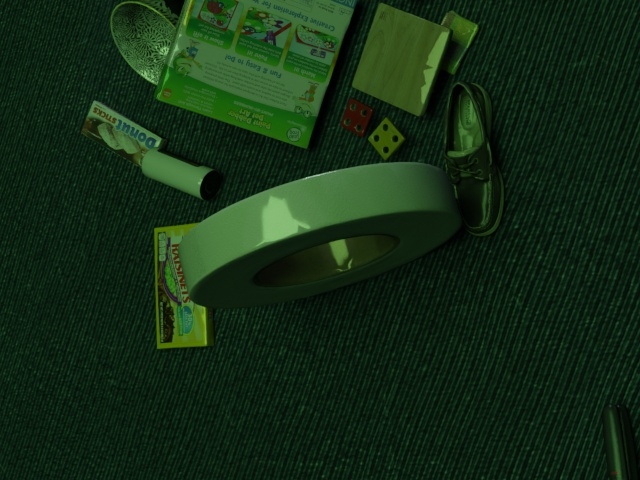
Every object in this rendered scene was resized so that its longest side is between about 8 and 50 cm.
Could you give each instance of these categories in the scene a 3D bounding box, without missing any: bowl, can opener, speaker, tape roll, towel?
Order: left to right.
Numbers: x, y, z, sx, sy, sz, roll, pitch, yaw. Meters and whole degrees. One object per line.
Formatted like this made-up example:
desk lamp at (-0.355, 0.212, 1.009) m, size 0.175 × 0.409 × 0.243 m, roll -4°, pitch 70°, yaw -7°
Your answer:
bowl at (-0.260, -0.345, 1.900) m, size 0.170 × 0.170 × 0.080 m, roll 14°, pitch 49°, yaw 32°
speaker at (-0.231, -0.111, 1.892) m, size 0.136 × 0.055 × 0.055 m, roll 22°, pitch 97°, yaw 31°
tape roll at (0.000, 0.000, 1.550) m, size 0.392 × 0.392 × 0.072 m, roll -23°, pitch 75°, yaw 28°
towel at (0.194, -0.292, 1.676) m, size 0.060 × 0.009 × 0.083 m, roll 33°, pitch 103°, yaw 29°
can opener at (0.390, 0.304, 1.473) m, size 0.073 × 0.059 × 0.186 m, roll -10°, pitch 81°, yaw 31°

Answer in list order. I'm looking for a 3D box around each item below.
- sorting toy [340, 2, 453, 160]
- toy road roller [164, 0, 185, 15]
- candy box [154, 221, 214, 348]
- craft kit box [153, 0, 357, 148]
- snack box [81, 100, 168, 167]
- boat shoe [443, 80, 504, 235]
sorting toy at (0.125, -0.258, 1.685) m, size 0.132 × 0.046 × 0.274 m, roll 29°, pitch 108°, yaw 33°
toy road roller at (-0.178, -0.540, 1.785) m, size 0.330 × 0.202 × 0.240 m, roll -27°, pitch 53°, yaw 6°
candy box at (-0.227, 0.076, 1.890) m, size 0.105 × 0.027 × 0.205 m, roll -6°, pitch 83°, yaw 28°
craft kit box at (-0.098, -0.293, 1.732) m, size 0.061 × 0.250 × 0.246 m, roll -150°, pitch 78°, yaw -71°
snack box at (-0.344, -0.182, 1.986) m, size 0.178 × 0.022 × 0.064 m, roll 29°, pitch 99°, yaw 30°
boat shoe at (0.208, -0.118, 1.614) m, size 0.080 × 0.073 × 0.223 m, roll -8°, pitch 81°, yaw 31°
